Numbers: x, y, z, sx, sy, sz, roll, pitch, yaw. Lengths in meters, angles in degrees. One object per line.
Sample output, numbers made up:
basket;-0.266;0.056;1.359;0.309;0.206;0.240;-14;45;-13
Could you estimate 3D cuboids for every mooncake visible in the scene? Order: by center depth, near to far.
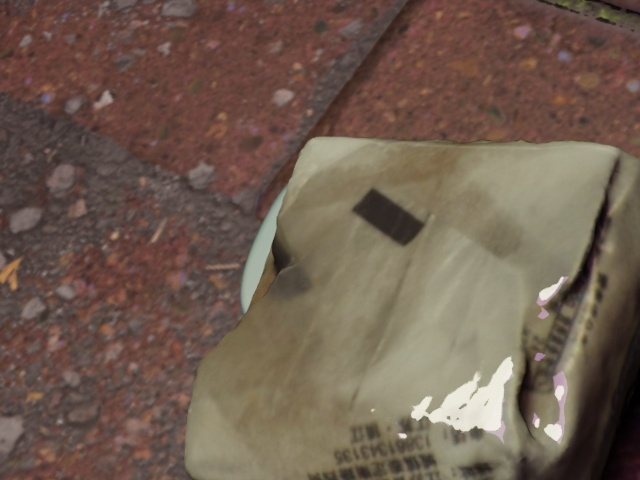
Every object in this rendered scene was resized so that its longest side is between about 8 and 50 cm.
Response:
mooncake;0.068;0.063;1.020;0.254;0.136;0.250;2;57;31

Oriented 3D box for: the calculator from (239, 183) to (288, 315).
calculator;0.000;0.000;1.169;0.095;0.021;0.153;13;67;31
